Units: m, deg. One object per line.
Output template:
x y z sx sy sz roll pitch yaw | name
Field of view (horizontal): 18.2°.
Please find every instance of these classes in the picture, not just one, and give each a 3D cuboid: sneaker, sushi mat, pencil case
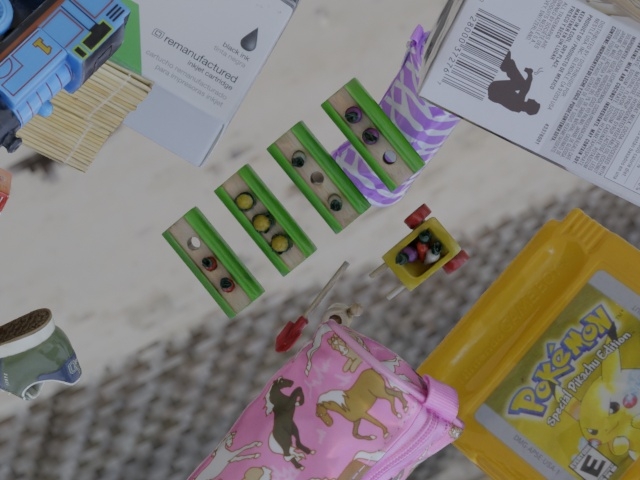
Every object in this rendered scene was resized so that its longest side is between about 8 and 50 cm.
-0.324 0.134 2.048 0.192 0.086 0.064 -18 -153 36 | sneaker
-0.320 -0.168 1.821 0.316 0.019 0.151 26 138 -22 | sushi mat
0.086 -0.121 1.960 0.206 0.088 0.086 -57 -168 43 | pencil case
-0.046 0.247 1.708 0.386 0.167 0.160 -52 167 -3 | pencil case

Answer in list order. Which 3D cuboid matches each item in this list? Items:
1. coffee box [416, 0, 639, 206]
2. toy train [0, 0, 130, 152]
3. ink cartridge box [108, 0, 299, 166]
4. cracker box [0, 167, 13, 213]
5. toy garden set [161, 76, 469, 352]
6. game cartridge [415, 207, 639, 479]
0.229 -0.109 1.457 0.168 0.297 0.119 -78 -166 -71 | coffee box
-0.232 -0.140 1.505 0.184 0.105 0.080 -48 176 -25 | toy train
-0.137 -0.257 2.070 0.289 0.211 0.121 -63 -176 -27 | ink cartridge box
-0.460 0.000 2.214 0.232 0.155 0.067 -61 -164 20 | cracker box
0.000 0.000 1.898 0.244 0.204 0.049 -39 -179 13 | toy garden set
0.274 0.145 2.066 0.285 0.323 0.052 -49 141 -2 | game cartridge
